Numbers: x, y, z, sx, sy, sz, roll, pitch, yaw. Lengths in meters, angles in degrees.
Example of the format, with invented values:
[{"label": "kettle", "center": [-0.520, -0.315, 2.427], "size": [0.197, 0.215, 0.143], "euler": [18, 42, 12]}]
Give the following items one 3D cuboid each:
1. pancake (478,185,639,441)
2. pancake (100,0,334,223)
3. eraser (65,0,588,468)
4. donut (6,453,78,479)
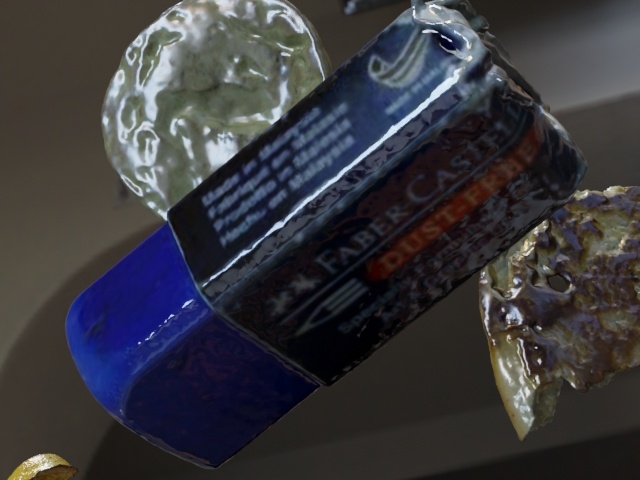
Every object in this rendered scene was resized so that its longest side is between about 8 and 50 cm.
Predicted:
[{"label": "pancake", "center": [0.214, 0.034, 1.286], "size": [0.212, 0.257, 0.056], "euler": [52, 150, 22]}, {"label": "pancake", "center": [-0.094, -0.116, 1.381], "size": [0.050, 0.241, 0.242], "euler": [38, -139, -71]}, {"label": "eraser", "center": [0.000, 0.000, 0.932], "size": [0.155, 0.332, 0.101], "euler": [38, -163, -46]}, {"label": "donut", "center": [-0.329, 0.278, 1.704], "size": [0.038, 0.083, 0.067], "euler": [44, -168, 33]}]
